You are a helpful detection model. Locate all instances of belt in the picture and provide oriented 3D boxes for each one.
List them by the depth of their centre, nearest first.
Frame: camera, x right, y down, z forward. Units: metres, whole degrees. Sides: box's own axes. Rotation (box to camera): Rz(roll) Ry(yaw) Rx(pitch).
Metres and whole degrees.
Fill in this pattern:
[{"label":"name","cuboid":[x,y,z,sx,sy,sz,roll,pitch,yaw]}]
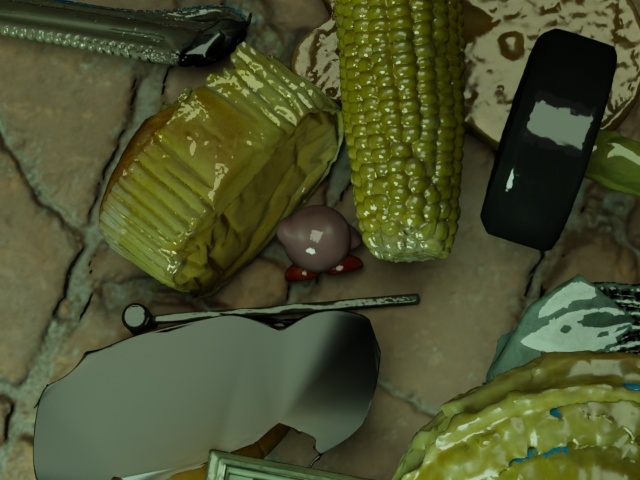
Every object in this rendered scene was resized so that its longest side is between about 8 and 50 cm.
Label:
[{"label":"belt","cuboid":[0.277,0.143,1.752,0.257,0.150,0.207,4,80,8]}]

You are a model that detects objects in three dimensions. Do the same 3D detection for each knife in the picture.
[{"label":"knife","cuboid":[-0.250,-0.227,1.986,0.365,0.043,0.089,8,43,12]}]

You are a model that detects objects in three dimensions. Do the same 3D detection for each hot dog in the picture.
[{"label":"hot dog","cuboid":[-0.107,0.168,1.826,0.326,0.107,0.194,-1,84,-3]}]

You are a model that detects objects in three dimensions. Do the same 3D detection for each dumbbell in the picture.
[{"label":"dumbbell","cuboid":[0.325,-0.056,1.751,0.322,0.204,0.204,18,77,3]}]

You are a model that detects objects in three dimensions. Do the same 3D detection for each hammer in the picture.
[{"label":"hammer","cuboid":[-0.048,0.069,1.875,0.292,0.058,0.029,-5,79,2]}]

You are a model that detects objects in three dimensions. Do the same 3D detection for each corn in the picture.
[{"label":"corn","cuboid":[0.077,-0.153,1.826,0.130,0.130,0.347,-2,83,7]}]

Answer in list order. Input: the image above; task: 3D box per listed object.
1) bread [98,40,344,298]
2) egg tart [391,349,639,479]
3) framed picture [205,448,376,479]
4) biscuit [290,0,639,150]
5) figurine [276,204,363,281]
[{"label":"bread","cuboid":[-0.100,-0.069,1.850,0.133,0.179,0.250,38,85,23]},{"label":"egg tart","cuboid":[0.232,0.265,1.615,0.388,0.388,0.169,-1,40,7]},{"label":"framed picture","cuboid":[-0.017,0.353,1.738,0.231,0.018,0.293,13,77,-21]},{"label":"biscuit","cuboid":[0.151,-0.198,1.916,0.355,0.052,0.275,8,80,8]},{"label":"figurine","cuboid":[0.000,0.000,1.874,0.083,0.067,0.071,-10,93,-12]}]
